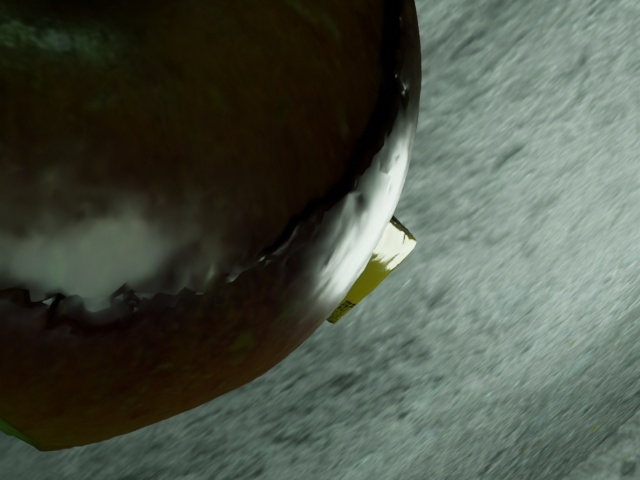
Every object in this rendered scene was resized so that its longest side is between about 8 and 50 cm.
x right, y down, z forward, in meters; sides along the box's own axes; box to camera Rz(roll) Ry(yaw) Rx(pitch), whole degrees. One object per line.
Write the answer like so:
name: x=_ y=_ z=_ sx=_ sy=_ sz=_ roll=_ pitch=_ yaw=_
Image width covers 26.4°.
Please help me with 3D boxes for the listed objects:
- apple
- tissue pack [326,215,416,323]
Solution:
apple: x=-0.160 y=-0.082 z=0.585 sx=0.374 sy=0.384 sz=0.374 roll=-37 pitch=-176 yaw=3
tissue pack: x=0.000 y=0.000 z=1.218 sx=0.120 sy=0.082 sz=0.169 roll=-44 pitch=152 yaw=7
